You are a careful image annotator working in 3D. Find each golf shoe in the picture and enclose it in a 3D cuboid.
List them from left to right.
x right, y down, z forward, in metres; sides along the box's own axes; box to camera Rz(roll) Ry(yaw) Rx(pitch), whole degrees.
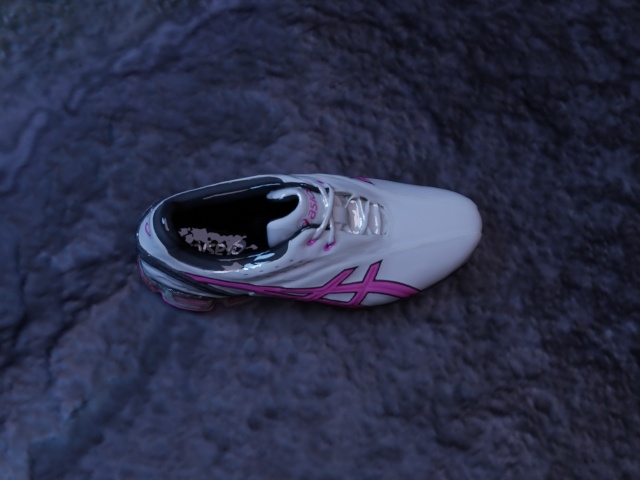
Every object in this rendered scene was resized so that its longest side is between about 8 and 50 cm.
[{"bbox_3d":[0.000,0.000,0.510,0.186,0.086,0.067,-6,76,-12],"label":"golf shoe"}]
